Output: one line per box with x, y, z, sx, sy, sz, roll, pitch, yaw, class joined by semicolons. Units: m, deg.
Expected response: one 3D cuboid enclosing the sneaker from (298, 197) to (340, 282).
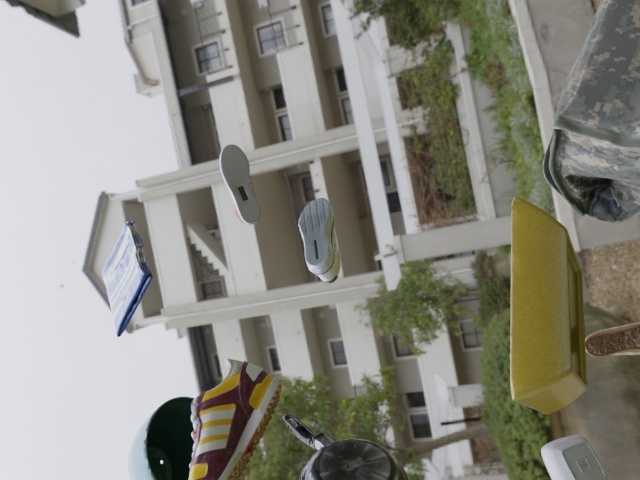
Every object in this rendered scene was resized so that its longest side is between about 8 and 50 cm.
0.000;0.000;1.245;0.258;0.094;0.091;-89;-21;-44;sneaker

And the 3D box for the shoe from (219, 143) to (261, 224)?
-0.182;-0.120;1.085;0.081;0.063;0.178;1;110;70;shoe

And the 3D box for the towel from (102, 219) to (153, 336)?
-0.534;0.094;1.336;0.034;0.209;0.285;19;-160;-38;towel

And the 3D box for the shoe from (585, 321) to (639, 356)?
0.698;0.213;1.075;0.058;0.219;0.077;-1;-100;-59;shoe

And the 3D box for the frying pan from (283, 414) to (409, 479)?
0.046;0.401;0.930;0.326;0.197;0.053;-126;33;-69;frying pan

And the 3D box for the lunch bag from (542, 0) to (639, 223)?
0.405;-0.169;0.638;0.235;0.169;0.287;-66;-28;-5;lunch bag

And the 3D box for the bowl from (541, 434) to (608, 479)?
0.644;0.566;1.229;0.053;0.142;0.142;108;148;-55;bowl

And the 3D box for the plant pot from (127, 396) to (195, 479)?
-0.418;0.613;1.368;0.290;0.195;0.290;41;-152;-28;plant pot

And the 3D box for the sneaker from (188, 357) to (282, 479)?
-0.114;0.215;0.528;0.070;0.083;0.185;100;-162;-46;sneaker

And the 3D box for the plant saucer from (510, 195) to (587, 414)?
0.414;0.129;0.871;0.332;0.081;0.333;34;-122;-52;plant saucer
